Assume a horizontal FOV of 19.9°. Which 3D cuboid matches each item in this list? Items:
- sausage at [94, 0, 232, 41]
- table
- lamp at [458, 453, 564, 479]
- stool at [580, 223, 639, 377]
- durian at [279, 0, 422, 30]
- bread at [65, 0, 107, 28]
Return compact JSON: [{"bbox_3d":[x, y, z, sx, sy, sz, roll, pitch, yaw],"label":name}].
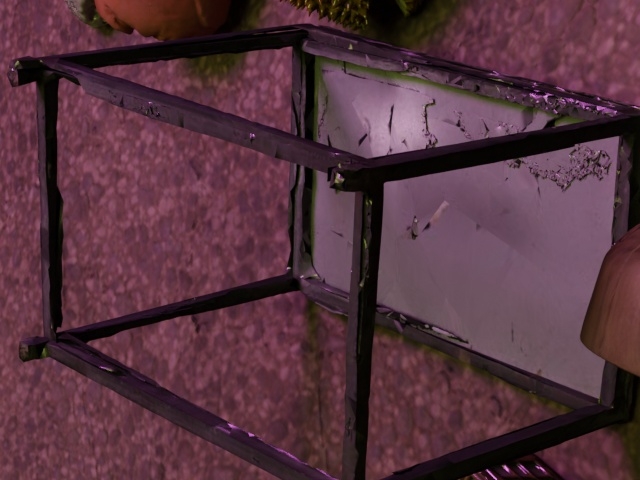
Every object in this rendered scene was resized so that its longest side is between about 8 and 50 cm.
[{"bbox_3d":[-0.111,-0.312,1.486,0.121,0.121,0.304,27,112,44],"label":"sausage"},{"bbox_3d":[0.000,0.000,1.212,0.335,0.272,0.222,20,115,45],"label":"table"},{"bbox_3d":[0.078,0.301,1.262,0.089,0.090,0.325,42,113,41],"label":"lamp"},{"bbox_3d":[0.271,-0.042,1.043,0.179,0.179,0.264,24,102,44],"label":"stool"},{"bbox_3d":[-0.004,-0.281,1.379,0.237,0.138,0.193,51,119,38],"label":"durian"},{"bbox_3d":[-0.183,-0.307,1.615,0.172,0.064,0.232,1,87,47],"label":"bread"}]
